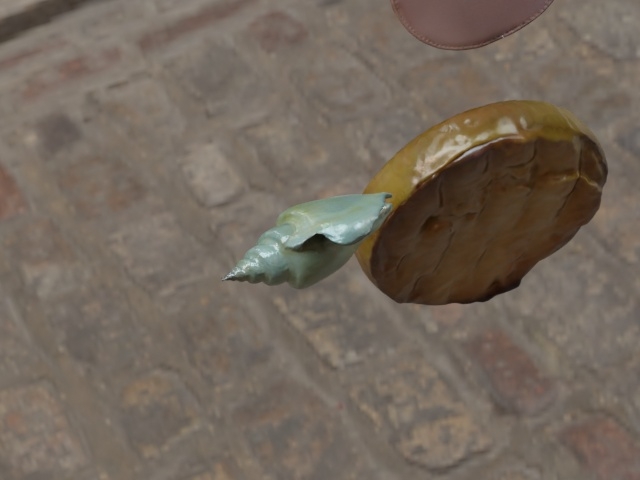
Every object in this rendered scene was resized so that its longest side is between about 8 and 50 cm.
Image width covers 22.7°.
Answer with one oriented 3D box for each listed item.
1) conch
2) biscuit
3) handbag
[{"bbox_3d":[-0.005,-0.005,1.285,0.180,0.088,0.065,-27,74,-30],"label":"conch"},{"bbox_3d":[0.172,-0.044,1.763,0.296,0.296,0.102,-20,57,-9],"label":"biscuit"},{"bbox_3d":[0.140,-0.295,1.561,0.205,0.179,0.116,-31,30,-4],"label":"handbag"}]
